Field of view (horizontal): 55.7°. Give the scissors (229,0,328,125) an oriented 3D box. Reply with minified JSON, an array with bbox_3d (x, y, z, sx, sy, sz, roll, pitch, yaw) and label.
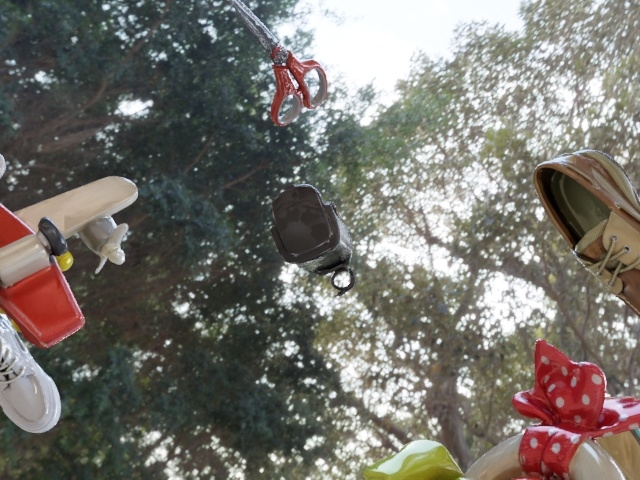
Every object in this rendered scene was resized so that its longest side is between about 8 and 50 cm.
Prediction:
[{"bbox_3d":[-0.050,-0.261,0.839,0.021,0.109,0.297,49,-8,24],"label":"scissors"}]

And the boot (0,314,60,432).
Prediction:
[{"bbox_3d":[-0.544,0.213,1.027,0.258,0.095,0.123,51,-12,12],"label":"boot"}]

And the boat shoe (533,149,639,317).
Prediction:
[{"bbox_3d":[0.394,0.010,0.813,0.324,0.119,0.123,63,-36,35],"label":"boat shoe"}]

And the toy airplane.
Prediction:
[{"bbox_3d":[-0.522,0.033,0.989,0.385,0.385,0.273,-2,-48,3],"label":"toy airplane"}]

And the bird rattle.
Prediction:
[{"bbox_3d":[0.174,0.214,0.492,0.253,0.207,0.143,-31,-71,12],"label":"bird rattle"}]

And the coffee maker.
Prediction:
[{"bbox_3d":[0.000,0.000,1.013,0.120,0.178,0.171,-45,-101,3],"label":"coffee maker"}]

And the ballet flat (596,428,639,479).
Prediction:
[{"bbox_3d":[0.319,0.257,0.568,0.073,0.232,0.080,-37,-66,11],"label":"ballet flat"}]
